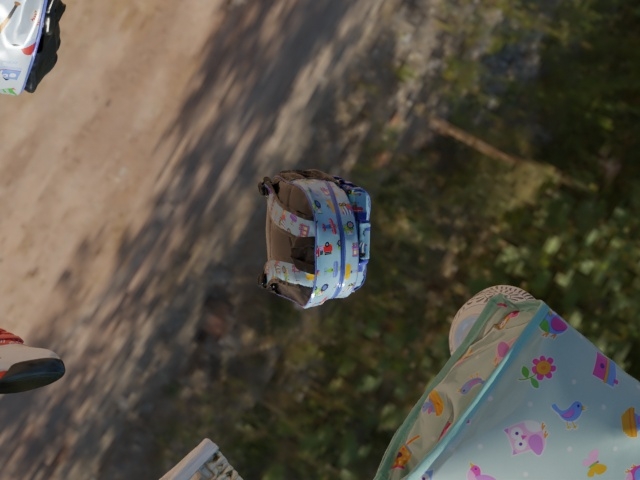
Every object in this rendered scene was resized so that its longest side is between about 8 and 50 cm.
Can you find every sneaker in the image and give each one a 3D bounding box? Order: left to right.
[{"bbox_3d":[-0.425,0.116,1.649,0.090,0.270,0.144,18,65,-55],"label":"sneaker"}]

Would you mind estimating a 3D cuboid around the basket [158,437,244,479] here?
[{"bbox_3d":[-0.164,0.332,1.617,0.167,0.103,0.113,-44,-179,44],"label":"basket"}]

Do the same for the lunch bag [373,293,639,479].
[{"bbox_3d":[0.199,0.220,1.356,0.262,0.223,0.160,-54,-167,-8],"label":"lunch bag"}]

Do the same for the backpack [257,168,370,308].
[{"bbox_3d":[0.000,0.000,1.589,0.173,0.117,0.158,-155,-115,-70],"label":"backpack"}]

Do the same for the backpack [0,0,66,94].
[{"bbox_3d":[-0.318,-0.260,1.172,0.213,0.263,0.276,-11,145,-24],"label":"backpack"}]

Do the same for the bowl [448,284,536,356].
[{"bbox_3d":[0.248,0.148,2.012,0.080,0.170,0.170,7,116,-50],"label":"bowl"}]
